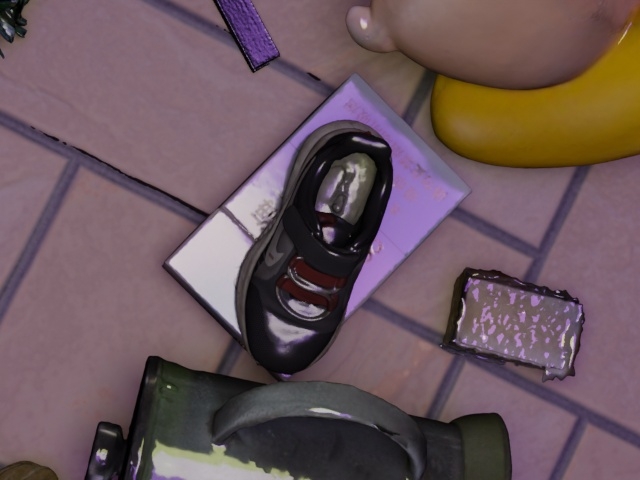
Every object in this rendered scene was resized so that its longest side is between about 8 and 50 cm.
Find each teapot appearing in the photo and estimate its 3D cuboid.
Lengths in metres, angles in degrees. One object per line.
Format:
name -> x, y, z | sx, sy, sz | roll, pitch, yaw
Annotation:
teapot -> -0.022, 0.196, 1.317 | 0.337, 0.270, 0.200 | 12, 55, -7

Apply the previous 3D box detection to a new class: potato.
potato -> 0.174, 0.078, 1.447 | 0.122, 0.061, 0.086 | 16, 85, -10

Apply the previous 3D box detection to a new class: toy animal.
toy animal -> 0.189, -0.218, 1.399 | 0.345, 0.277, 0.247 | 24, 55, -18

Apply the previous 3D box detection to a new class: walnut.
walnut -> -0.256, 0.233, 1.362 | 0.092, 0.092, 0.092 | 0, 87, -9

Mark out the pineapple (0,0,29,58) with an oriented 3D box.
pineapple -> -0.348, -0.243, 1.366 | 0.221, 0.083, 0.103 | 22, 85, -10

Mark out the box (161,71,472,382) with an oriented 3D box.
box -> -0.004, -0.011, 1.418 | 0.155, 0.067, 0.243 | 44, 81, -3

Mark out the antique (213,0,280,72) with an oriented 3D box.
antique -> -0.094, -0.243, 1.441 | 0.031, 0.015, 0.192 | -29, 93, -11

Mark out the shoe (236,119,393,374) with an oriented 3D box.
shoe -> 0.000, 0.000, 1.327 | 0.099, 0.112, 0.227 | 22, 80, -7
